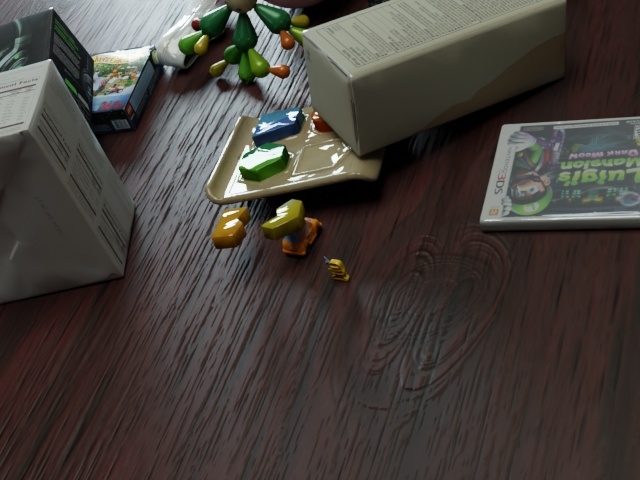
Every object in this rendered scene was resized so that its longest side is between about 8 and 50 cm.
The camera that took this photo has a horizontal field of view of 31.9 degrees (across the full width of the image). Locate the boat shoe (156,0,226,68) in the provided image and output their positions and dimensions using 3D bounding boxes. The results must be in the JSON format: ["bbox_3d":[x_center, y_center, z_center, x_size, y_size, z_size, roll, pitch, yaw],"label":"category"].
[{"bbox_3d":[-0.185,-0.342,1.782,0.063,0.066,0.184,25,57,24],"label":"boat shoe"}]

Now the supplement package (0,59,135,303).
[{"bbox_3d":[-0.389,-0.068,1.438,0.204,0.262,0.145,-12,43,13],"label":"supplement package"}]

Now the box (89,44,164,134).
[{"bbox_3d":[-0.378,-0.229,1.762,0.233,0.044,0.159,-5,45,20],"label":"box"}]

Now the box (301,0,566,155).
[{"bbox_3d":[0.147,-0.239,1.438,0.311,0.121,0.148,-21,41,-15],"label":"box"}]

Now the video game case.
[{"bbox_3d":[0.296,-0.080,1.326,0.190,0.022,0.173,-1,47,23],"label":"video game case"}]

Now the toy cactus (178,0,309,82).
[{"bbox_3d":[-0.105,-0.323,1.650,0.219,0.180,0.112,7,30,23],"label":"toy cactus"}]

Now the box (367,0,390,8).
[{"bbox_3d":[0.202,-0.378,1.585,0.247,0.142,0.163,-32,42,-9],"label":"box"}]

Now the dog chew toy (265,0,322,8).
[{"bbox_3d":[0.028,-0.497,1.752,0.332,0.206,0.206,-26,41,-14],"label":"dog chew toy"}]

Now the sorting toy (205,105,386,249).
[{"bbox_3d":[-0.033,-0.103,1.445,0.229,0.041,0.307,-7,34,17],"label":"sorting toy"}]

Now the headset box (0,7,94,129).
[{"bbox_3d":[-0.472,-0.181,1.640,0.246,0.131,0.283,-16,55,13],"label":"headset box"}]

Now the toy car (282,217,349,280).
[{"bbox_3d":[0.000,0.000,1.361,0.122,0.040,0.060,25,60,41],"label":"toy car"}]
